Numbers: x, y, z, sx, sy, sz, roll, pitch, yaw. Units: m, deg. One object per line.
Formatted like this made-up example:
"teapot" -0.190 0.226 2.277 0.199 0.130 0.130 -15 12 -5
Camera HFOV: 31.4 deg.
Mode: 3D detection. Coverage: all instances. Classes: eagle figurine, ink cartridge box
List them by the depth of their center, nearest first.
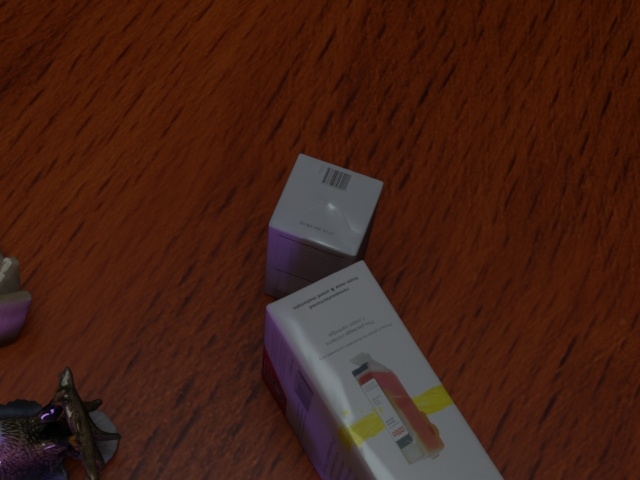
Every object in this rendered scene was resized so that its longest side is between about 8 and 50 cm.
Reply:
"ink cartridge box" 0.077 0.266 1.601 0.160 0.279 0.384 -25 68 -17
"eagle figurine" -0.453 0.301 1.616 0.298 0.225 0.226 -29 21 13

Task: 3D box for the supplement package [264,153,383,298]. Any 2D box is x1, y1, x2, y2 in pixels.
"supplement package" 0.000 0.000 1.749 0.139 0.244 0.133 20 64 5

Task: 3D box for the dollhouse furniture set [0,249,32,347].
"dollhouse furniture set" -0.696 0.041 1.728 0.394 0.256 0.362 -12 63 -34
